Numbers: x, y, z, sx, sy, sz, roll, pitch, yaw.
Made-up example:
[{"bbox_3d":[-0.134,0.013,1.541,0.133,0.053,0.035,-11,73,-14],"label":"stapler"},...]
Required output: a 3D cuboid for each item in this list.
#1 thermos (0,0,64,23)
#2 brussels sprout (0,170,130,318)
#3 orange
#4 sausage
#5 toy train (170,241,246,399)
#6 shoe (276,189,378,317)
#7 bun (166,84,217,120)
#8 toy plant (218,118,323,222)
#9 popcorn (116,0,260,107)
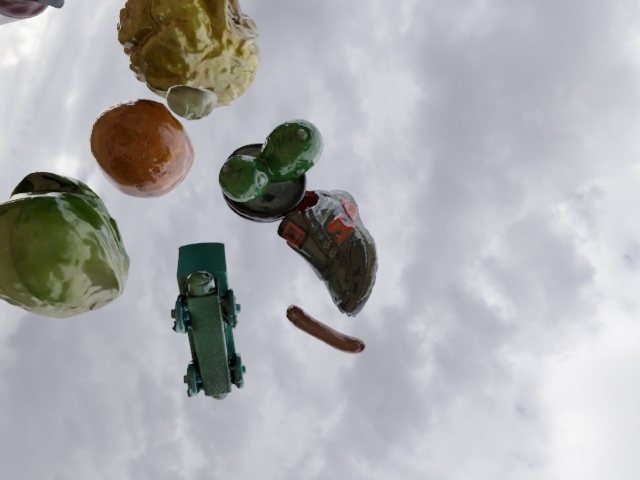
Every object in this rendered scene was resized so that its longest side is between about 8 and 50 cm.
[{"bbox_3d":[-0.482,-0.396,0.665,0.330,0.109,0.136,19,-56,40],"label":"thermos"},{"bbox_3d":[-0.515,0.011,0.868,0.227,0.259,0.294,-27,-81,12],"label":"brussels sprout"},{"bbox_3d":[-0.421,-0.218,1.072,0.240,0.240,0.240,-8,-103,36],"label":"orange"},{"bbox_3d":[0.009,0.189,0.935,0.043,0.186,0.043,-57,-169,17],"label":"sausage"},{"bbox_3d":[-0.215,0.163,0.881,0.194,0.120,0.298,-114,-158,-57],"label":"toy train"},{"bbox_3d":[0.000,0.000,0.914,0.336,0.171,0.132,-103,-146,-46],"label":"shoe"},{"bbox_3d":[-0.219,-0.232,0.769,0.086,0.086,0.054,13,-76,38],"label":"bun"},{"bbox_3d":[-0.104,-0.132,0.908,0.175,0.218,0.235,53,-22,7],"label":"toy plant"},{"bbox_3d":[-0.328,-0.522,1.151,0.349,0.349,0.381,-39,-129,25],"label":"popcorn"}]
